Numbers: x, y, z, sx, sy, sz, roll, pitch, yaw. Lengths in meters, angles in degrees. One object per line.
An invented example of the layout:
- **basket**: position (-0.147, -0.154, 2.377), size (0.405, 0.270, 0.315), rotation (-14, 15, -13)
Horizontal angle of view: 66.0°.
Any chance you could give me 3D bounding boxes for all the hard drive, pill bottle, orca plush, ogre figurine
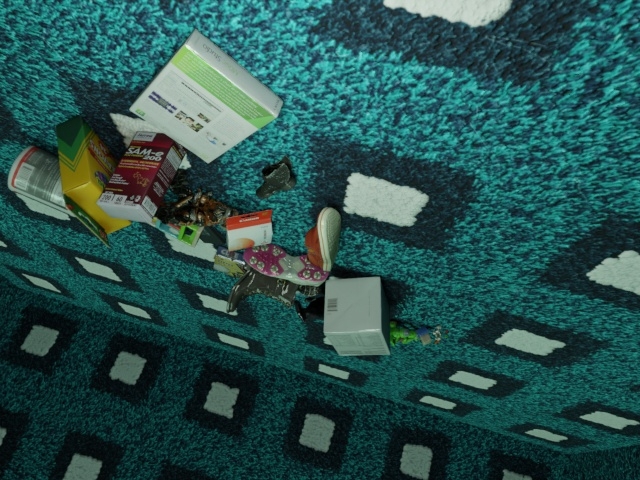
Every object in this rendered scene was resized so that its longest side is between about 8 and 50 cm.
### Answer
- **hard drive**: position (-0.411, -0.029, 1.762), size (0.094, 0.022, 0.135), rotation (5, 150, 24)
- **pill bottle**: position (-0.822, -0.174, 1.588), size (0.283, 0.161, 0.161), rotation (25, 152, -14)
- **orca plush**: position (0.003, 0.231, 1.874), size (0.151, 0.102, 0.287), rotation (40, -164, 35)
- **ogre figurine**: position (0.312, 0.389, 2.032), size (0.197, 0.096, 0.118), rotation (16, 167, 30)

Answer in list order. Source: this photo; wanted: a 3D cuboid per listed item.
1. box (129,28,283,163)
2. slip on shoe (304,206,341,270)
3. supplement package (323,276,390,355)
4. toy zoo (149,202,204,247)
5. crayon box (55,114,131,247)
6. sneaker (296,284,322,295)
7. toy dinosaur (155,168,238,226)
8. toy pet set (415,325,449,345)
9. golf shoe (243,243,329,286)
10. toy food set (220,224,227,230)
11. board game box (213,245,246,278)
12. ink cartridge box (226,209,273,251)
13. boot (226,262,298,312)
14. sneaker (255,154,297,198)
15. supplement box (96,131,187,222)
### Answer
- **box**: position (-0.266, -0.306, 1.117), size (0.232, 0.058, 0.322), rotation (34, 150, -29)
- **slip on shoe**: position (0.000, 0.000, 1.471), size (0.101, 0.123, 0.331), rotation (19, 158, 7)
- **supplement package**: position (0.138, 0.279, 1.767), size (0.198, 0.199, 0.262), rotation (-5, 149, 13)
- **toy zoo**: position (-0.553, -0.080, 1.713), size (0.293, 0.030, 0.192), rotation (30, 155, -11)
- **crayon box**: position (-0.615, -0.160, 1.342), size (0.081, 0.318, 0.202), rotation (-23, 148, -2)
- **sneaker**: position (-0.058, 0.188, 1.938), size (0.162, 0.063, 0.073), rotation (1, 168, 36)
- **toy dinosaur**: position (-0.424, -0.093, 1.529), size (0.322, 0.164, 0.218), rotation (-14, 161, 13)
- **toy pet set**: position (0.448, 0.372, 1.979), size (0.114, 0.065, 0.122), rotation (-21, 152, -2)
- **golf shoe**: position (-0.123, 0.099, 1.735), size (0.306, 0.115, 0.140), rotation (16, 157, 5)
- **toy food set**: position (-0.282, -0.040, 1.670), size (0.122, 0.019, 0.078), rotation (25, 153, 3)
- **board game box**: position (-0.295, 0.110, 1.933), size (0.243, 0.042, 0.165), rotation (21, 153, -6)
- **ink cartridge box**: position (-0.221, -0.029, 1.551), size (0.145, 0.045, 0.179), rotation (-11, 161, -15)
- **boot**: position (-0.203, 0.191, 1.817), size (0.229, 0.263, 0.091), rotation (28, 177, -7)
- **sneaker**: position (-0.130, -0.166, 1.307), size (0.170, 0.051, 0.089), rotation (-12, 141, 37)
- **supplement box**: position (-0.462, -0.169, 1.287), size (0.130, 0.239, 0.073), rotation (8, 152, 18)
